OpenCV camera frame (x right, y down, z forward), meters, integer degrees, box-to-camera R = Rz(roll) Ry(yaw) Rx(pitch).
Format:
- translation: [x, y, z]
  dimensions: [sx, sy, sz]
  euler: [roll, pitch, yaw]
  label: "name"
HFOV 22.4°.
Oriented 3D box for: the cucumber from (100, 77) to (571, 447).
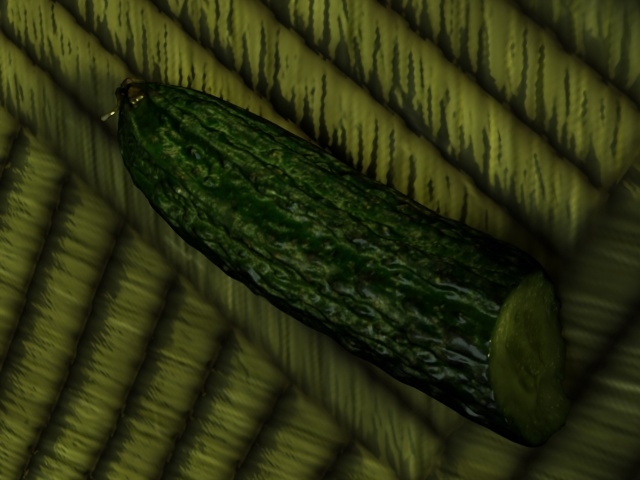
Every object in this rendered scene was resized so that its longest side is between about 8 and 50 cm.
- translation: [-0.001, 0.001, 0.730]
  dimensions: [0.265, 0.077, 0.077]
  euler: [28, 125, 28]
  label: "cucumber"
